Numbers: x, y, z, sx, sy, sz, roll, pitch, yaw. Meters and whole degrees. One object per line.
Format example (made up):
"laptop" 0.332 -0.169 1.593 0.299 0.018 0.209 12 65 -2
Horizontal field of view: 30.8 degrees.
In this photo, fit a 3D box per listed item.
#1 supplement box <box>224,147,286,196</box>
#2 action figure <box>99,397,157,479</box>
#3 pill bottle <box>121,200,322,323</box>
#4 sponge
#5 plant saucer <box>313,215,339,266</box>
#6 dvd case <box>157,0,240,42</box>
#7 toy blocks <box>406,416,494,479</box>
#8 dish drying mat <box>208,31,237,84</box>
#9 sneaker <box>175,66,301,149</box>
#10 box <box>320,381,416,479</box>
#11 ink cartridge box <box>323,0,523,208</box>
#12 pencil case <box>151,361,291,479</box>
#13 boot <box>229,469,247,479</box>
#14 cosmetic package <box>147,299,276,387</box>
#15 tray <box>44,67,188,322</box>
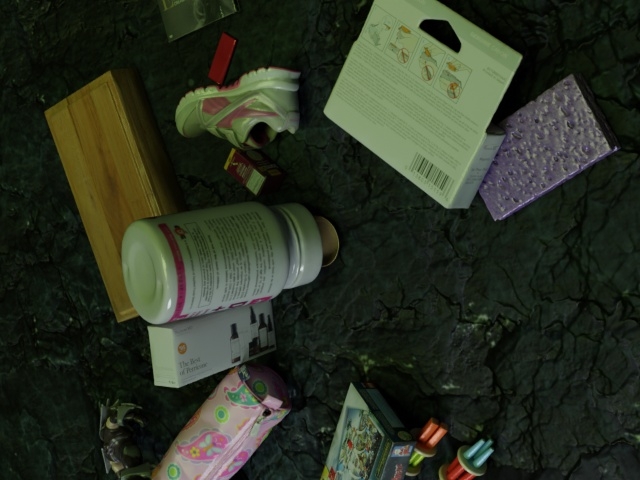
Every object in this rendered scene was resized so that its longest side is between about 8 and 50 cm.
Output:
"supplement box" -0.107 -0.114 1.893 0.083 0.055 0.043 41 122 22
"action figure" -0.344 0.406 2.148 0.285 0.099 0.185 43 149 54
"pill bottle" -0.148 0.026 1.795 0.160 0.283 0.161 23 118 52
"sponge" 0.296 -0.125 1.592 0.210 0.031 0.117 -34 78 39
"plant saucer" 0.000 0.000 1.862 0.083 0.015 0.084 10 107 37
"dvd case" -0.224 -0.460 1.927 0.164 0.018 0.221 -15 91 39
"toy blocks" 0.190 0.322 1.763 0.123 0.054 0.148 49 125 18
"dish drying mat" -0.162 -0.301 1.922 0.032 0.008 0.083 36 119 25
"sneaker" -0.134 -0.195 1.857 0.252 0.103 0.111 -14 83 40
"box" 0.067 0.364 1.833 0.159 0.044 0.233 51 132 52
"ink cartridge box" 0.150 -0.216 1.648 0.275 0.060 0.239 41 118 32
"pencil case" -0.166 0.334 1.958 0.124 0.124 0.284 46 108 20
"boot" -0.196 0.569 2.098 0.264 0.096 0.280 54 127 15
"cosmetic package" -0.171 0.159 1.888 0.060 0.239 0.099 -1 100 39
"tray" -0.347 -0.078 2.079 0.202 0.076 0.411 -22 87 39
